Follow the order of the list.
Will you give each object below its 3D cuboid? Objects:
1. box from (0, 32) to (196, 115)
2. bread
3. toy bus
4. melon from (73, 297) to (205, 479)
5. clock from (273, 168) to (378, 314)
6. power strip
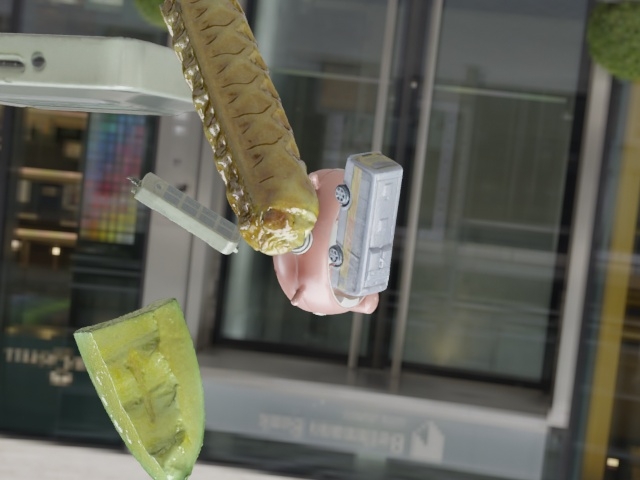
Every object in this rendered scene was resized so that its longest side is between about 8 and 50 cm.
[{"bbox_3d":[-0.351,-0.226,1.788,0.367,0.090,0.373,4,-177,17],"label":"box"},{"bbox_3d":[-0.083,-0.136,1.296,0.084,0.367,0.077,-24,144,4],"label":"bread"},{"bbox_3d":[0.060,-0.019,1.692,0.064,0.190,0.075,-12,-152,-37],"label":"toy bus"},{"bbox_3d":[-0.292,0.271,2.229,0.196,0.323,0.124,-21,169,6],"label":"melon"},{"bbox_3d":[0.000,0.000,2.006,0.142,0.227,0.241,9,-178,23],"label":"clock"},{"bbox_3d":[-0.230,-0.051,2.213,0.227,0.029,0.080,32,-158,-9],"label":"power strip"}]
